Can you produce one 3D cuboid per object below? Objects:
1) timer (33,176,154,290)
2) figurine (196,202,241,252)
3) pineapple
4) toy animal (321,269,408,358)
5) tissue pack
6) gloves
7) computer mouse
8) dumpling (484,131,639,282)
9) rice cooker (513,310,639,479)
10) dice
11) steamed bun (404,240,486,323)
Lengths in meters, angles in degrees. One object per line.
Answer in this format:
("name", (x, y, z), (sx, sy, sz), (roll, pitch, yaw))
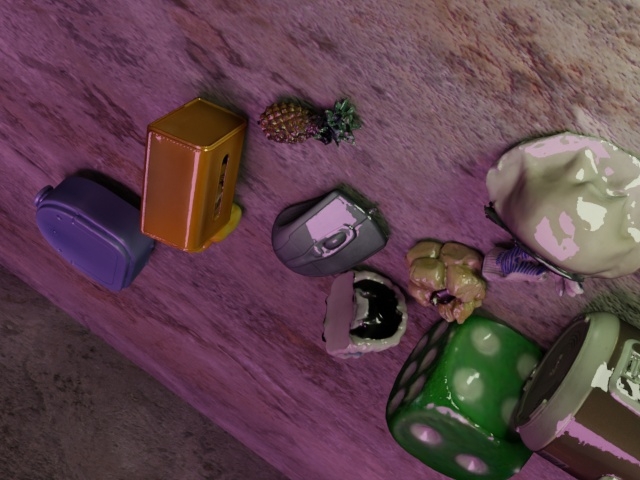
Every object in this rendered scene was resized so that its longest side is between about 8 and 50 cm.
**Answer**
("timer", (-0.692, -0.042, 2.000), (0.395, 0.173, 0.395), (23, 147, 16))
("figurine", (-0.284, -0.047, 1.696), (0.156, 0.131, 0.246), (-3, 163, -14))
("pineapple", (-0.033, -0.230, 1.271), (0.221, 0.083, 0.103), (9, 140, 30))
("toy animal", (0.107, 0.192, 1.616), (0.156, 0.208, 0.204), (18, 153, -25))
("tissue pack", (-0.277, -0.139, 1.428), (0.145, 0.194, 0.274), (25, 127, 13))
("gloves", (0.398, 0.052, 1.223), (0.229, 0.119, 0.097), (17, 115, 57))
("computer mouse", (0.000, 0.000, 1.517), (0.188, 0.121, 0.371), (44, 143, -17))
("dumpling", (0.404, -0.046, 1.069), (0.293, 0.163, 0.204), (41, 153, 11))
("rice cooker", (0.579, 0.332, 1.242), (0.325, 0.335, 0.335), (32, 147, 10))
("dice", (0.346, 0.366, 1.523), (0.300, 0.297, 0.287), (33, 145, 2))
("steamed bun", (0.259, 0.091, 1.414), (0.192, 0.106, 0.177), (21, 144, 21))
